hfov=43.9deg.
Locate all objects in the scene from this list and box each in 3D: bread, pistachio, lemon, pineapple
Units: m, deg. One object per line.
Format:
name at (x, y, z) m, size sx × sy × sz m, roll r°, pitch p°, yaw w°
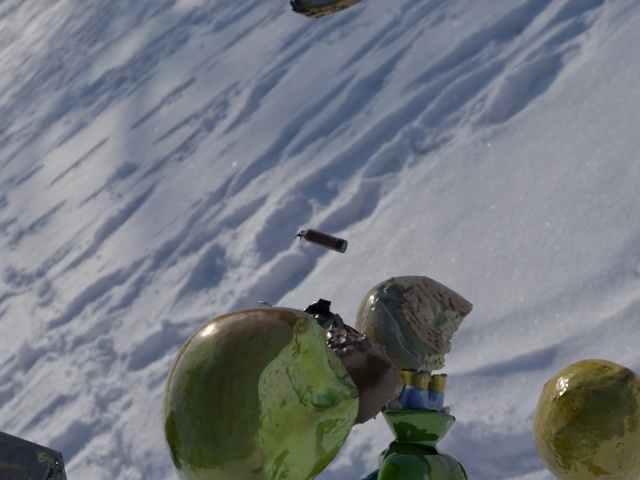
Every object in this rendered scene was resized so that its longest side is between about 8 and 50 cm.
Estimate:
bread at (0.152, 0.173, 1.493) m, size 0.171 × 0.192 × 0.314 m, roll -56°, pitch -2°, yaw 31°
pistachio at (0.033, -0.393, 1.238) m, size 0.173 × 0.049 × 0.090 m, roll -24°, pitch 62°, yaw -1°
lemon at (0.565, 0.380, 1.628) m, size 0.284 × 0.260 × 0.260 m, roll 113°, pitch 178°, yaw -51°
pineapple at (-0.015, 0.182, 1.364) m, size 0.165 × 0.165 × 0.364 m, roll -48°, pitch 30°, yaw -8°

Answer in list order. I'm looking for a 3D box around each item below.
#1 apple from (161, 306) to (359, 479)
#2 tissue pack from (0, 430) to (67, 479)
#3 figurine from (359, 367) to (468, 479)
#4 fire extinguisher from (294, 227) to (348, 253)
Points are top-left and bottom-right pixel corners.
apple at (-0.077, 0.215, 0.990) m, size 0.246 × 0.246 × 0.226 m, roll -23°, pitch 36°, yaw 34°
tissue pack at (-0.556, 0.388, 1.155) m, size 0.210 × 0.370 × 0.198 m, roll -45°, pitch 45°, yaw 3°
figurine at (0.137, 0.319, 1.142) m, size 0.143 × 0.162 × 0.263 m, roll -5°, pitch 72°, yaw 46°
fire extinguisher at (0.000, 0.000, 1.221) m, size 0.083 × 0.022 × 0.028 m, roll 18°, pitch 59°, yaw 24°
